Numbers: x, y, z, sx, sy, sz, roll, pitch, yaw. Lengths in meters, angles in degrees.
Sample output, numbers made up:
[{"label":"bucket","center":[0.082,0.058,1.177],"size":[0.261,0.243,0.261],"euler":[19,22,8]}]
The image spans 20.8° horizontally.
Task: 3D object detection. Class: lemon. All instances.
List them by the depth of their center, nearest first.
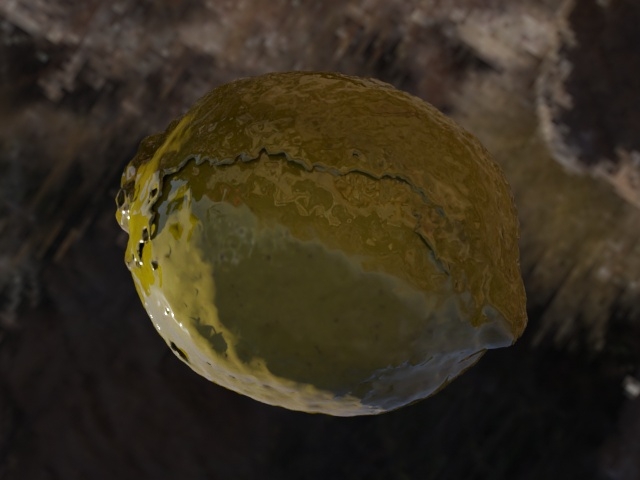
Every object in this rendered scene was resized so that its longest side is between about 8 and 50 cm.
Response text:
[{"label":"lemon","center":[0.000,0.000,1.017],"size":[0.260,0.204,0.204],"euler":[18,178,16]}]
